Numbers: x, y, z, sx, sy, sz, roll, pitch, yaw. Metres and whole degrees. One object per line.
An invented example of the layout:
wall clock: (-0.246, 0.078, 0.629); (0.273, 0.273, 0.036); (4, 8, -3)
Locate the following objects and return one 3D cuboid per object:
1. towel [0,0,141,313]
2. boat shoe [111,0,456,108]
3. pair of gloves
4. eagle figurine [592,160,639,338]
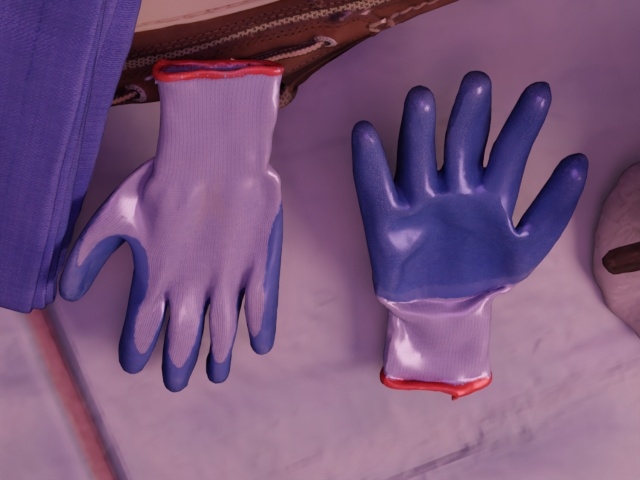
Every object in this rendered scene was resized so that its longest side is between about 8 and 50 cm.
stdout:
towel: (-0.236, -0.081, 0.596); (0.336, 0.243, 0.040); (16, 55, -7)
boat shoe: (-0.017, -0.101, 0.662); (0.257, 0.095, 0.095); (-10, 137, -1)
pair of gloves: (0.000, 0.000, 0.669); (0.198, 0.023, 0.159); (1, 127, -9)
eagle figurine: (0.268, -0.039, 0.658); (0.298, 0.225, 0.226); (-34, 148, -27)
